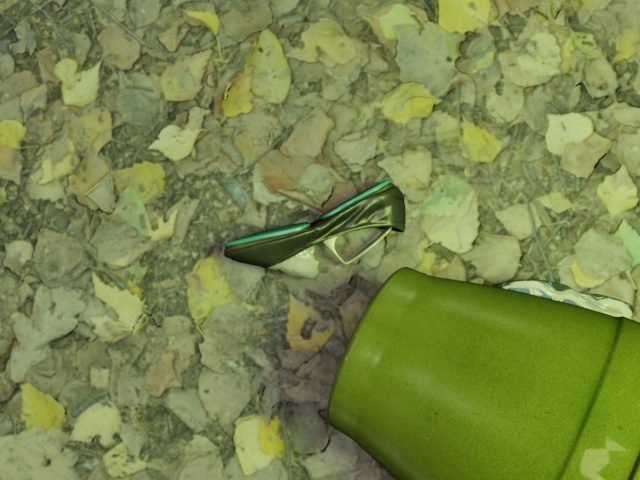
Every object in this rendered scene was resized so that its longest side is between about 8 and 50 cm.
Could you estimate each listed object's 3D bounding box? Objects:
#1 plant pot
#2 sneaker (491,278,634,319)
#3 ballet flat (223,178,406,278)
[{"bbox_3d":[0.212,0.209,1.001,0.353,0.366,0.367,24,83,18],"label":"plant pot"},{"bbox_3d":[0.342,0.108,1.120,0.211,0.080,0.081,13,79,5],"label":"sneaker"},{"bbox_3d":[0.000,0.000,1.145,0.280,0.095,0.096,-21,93,-1],"label":"ballet flat"}]
